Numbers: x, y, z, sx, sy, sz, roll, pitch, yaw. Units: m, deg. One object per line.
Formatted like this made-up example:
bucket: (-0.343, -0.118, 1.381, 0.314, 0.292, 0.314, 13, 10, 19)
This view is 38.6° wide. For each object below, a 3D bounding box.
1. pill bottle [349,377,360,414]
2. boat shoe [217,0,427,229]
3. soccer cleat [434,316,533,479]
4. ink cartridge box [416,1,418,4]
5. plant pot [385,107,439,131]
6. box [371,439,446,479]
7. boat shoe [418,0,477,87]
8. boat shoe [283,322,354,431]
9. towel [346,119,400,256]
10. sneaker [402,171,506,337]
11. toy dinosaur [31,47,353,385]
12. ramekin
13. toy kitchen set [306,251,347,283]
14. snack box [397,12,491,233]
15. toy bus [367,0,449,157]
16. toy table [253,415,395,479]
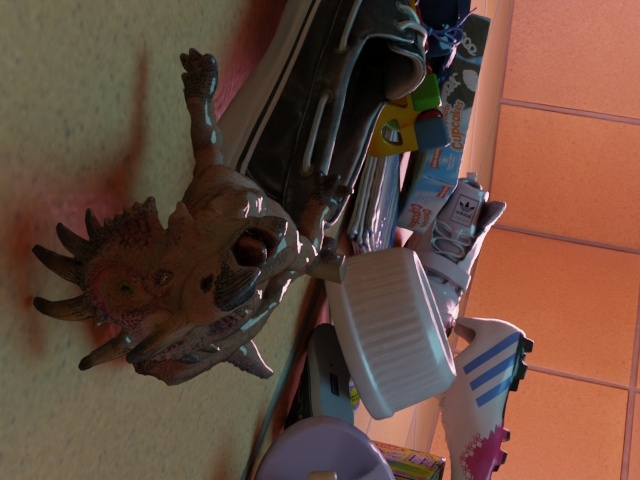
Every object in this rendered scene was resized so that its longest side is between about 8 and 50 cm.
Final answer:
pill bottle: (0.036, 0.219, 1.304, 0.043, 0.043, 0.083, -62, 158, -51)
boat shoe: (0.030, -0.144, 0.727, 0.335, 0.119, 0.121, -66, 156, -18)
soccer cleat: (0.225, 0.264, 1.409, 0.116, 0.143, 0.331, 94, 16, -55)
ink cartridge box: (0.086, -0.325, 1.037, 0.109, 0.062, 0.209, 74, 30, -63)
plant pot: (0.118, -0.199, 1.213, 0.083, 0.083, 0.079, 85, 11, -49)
box: (0.060, 0.441, 1.297, 0.290, 0.177, 0.279, 32, 70, -75)
boat shoe: (0.167, -0.293, 1.307, 0.258, 0.109, 0.089, 76, 30, -56)
boat shoe: (-0.007, 0.181, 1.088, 0.083, 0.065, 0.183, -49, -159, 29)
towel: (0.082, -0.036, 1.321, 0.285, 0.034, 0.209, 75, 27, -65)
sneaker: (0.209, 0.015, 1.563, 0.366, 0.137, 0.210, -63, 178, -63)
toy dinosaur: (-0.078, 0.032, 0.549, 0.296, 0.127, 0.200, 103, 14, -54)
ramekin: (0.089, 0.106, 1.116, 0.207, 0.109, 0.207, -18, 90, -82)
toy kitchen set: (0.000, 0.000, 0.914, 0.068, 0.075, 0.083, 79, 30, -60)
snack box: (0.198, -0.192, 1.492, 0.187, 0.060, 0.322, 113, -7, -66)
toy bus: (0.064, -0.183, 0.952, 0.191, 0.104, 0.202, -16, 94, -82)
toy table: (0.009, 0.332, 0.913, 0.161, 0.252, 0.274, -88, 164, -82)
